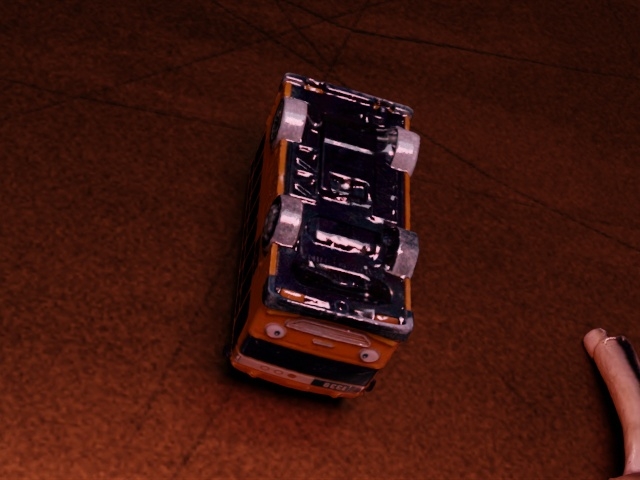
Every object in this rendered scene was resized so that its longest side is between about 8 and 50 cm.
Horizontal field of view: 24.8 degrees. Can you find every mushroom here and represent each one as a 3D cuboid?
[{"bbox_3d":[0.200,0.133,0.954,0.060,0.061,0.187,-5,41,10],"label":"mushroom"}]

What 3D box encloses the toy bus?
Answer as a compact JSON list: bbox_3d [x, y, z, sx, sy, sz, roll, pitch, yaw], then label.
[{"bbox_3d":[0.000,0.000,0.927,0.098,0.114,0.201,15,45,-12],"label":"toy bus"}]
